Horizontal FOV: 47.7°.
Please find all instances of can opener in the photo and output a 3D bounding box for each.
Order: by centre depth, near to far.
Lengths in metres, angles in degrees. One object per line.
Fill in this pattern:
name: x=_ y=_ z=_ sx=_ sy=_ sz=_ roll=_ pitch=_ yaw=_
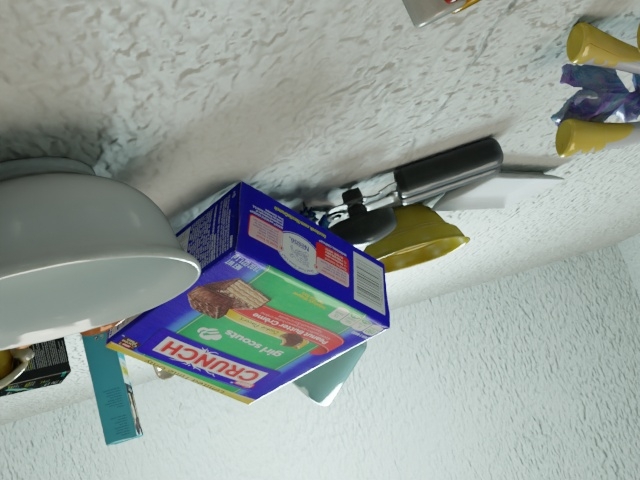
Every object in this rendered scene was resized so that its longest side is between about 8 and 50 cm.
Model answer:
can opener: x=0.139 y=-0.069 z=1.075 sx=0.280 sy=0.093 sz=0.074 roll=-23 pitch=167 yaw=2

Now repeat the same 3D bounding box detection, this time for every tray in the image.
tray: x=0.328 y=-0.096 z=1.338 sx=0.145 sy=0.030 sz=0.270 roll=-27 pitch=165 yaw=40

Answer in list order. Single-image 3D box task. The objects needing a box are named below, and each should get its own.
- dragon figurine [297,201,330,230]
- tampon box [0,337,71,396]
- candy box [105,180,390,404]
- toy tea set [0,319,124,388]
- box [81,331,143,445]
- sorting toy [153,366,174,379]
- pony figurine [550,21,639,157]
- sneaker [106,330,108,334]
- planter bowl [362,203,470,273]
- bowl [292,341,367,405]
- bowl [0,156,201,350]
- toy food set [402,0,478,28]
dragon figurine: x=0.000 y=0.000 z=1.166 sx=0.085 sy=0.144 sz=0.289 roll=-23 pitch=-174 yaw=15
tampon box: x=-0.555 y=0.220 z=1.320 sx=0.161 sy=0.101 sz=0.120 roll=-9 pitch=164 yaw=-32
candy box: x=-0.108 y=0.093 z=1.029 sx=0.268 sy=0.122 sz=0.317 roll=29 pitch=135 yaw=-31
toy tea set: x=-0.396 y=0.089 z=0.920 sx=0.336 sy=0.124 sz=0.200 roll=-31 pitch=-159 yaw=-26
box: x=-0.404 y=0.266 z=1.397 sx=0.060 sy=0.244 sz=0.100 roll=-15 pitch=168 yaw=-10
sorting toy: x=-0.234 y=0.162 z=1.354 sx=0.193 sy=0.038 sz=0.208 roll=-30 pitch=144 yaw=-22
pony figurine: x=0.443 y=-0.159 z=0.769 sx=0.363 sy=0.303 sz=0.351 roll=0 pitch=156 yaw=-8
sneaker: x=-0.307 y=0.169 z=1.444 sx=0.123 sy=0.106 sz=0.290 roll=-30 pitch=153 yaw=21
planter bowl: x=0.157 y=-0.010 z=1.330 sx=0.217 sy=0.090 sz=0.217 roll=-14 pitch=167 yaw=-3
bowl: x=-0.016 y=0.172 z=1.521 sx=0.163 sy=0.311 sz=0.311 roll=-39 pitch=165 yaw=5
bowl: x=-0.275 y=0.008 z=0.705 sx=0.298 sy=0.134 sz=0.298 roll=-16 pitch=167 yaw=-4
toy food set: x=0.099 y=-0.211 z=0.434 sx=0.111 sy=0.104 sz=0.232 roll=-29 pitch=-172 yaw=-11
